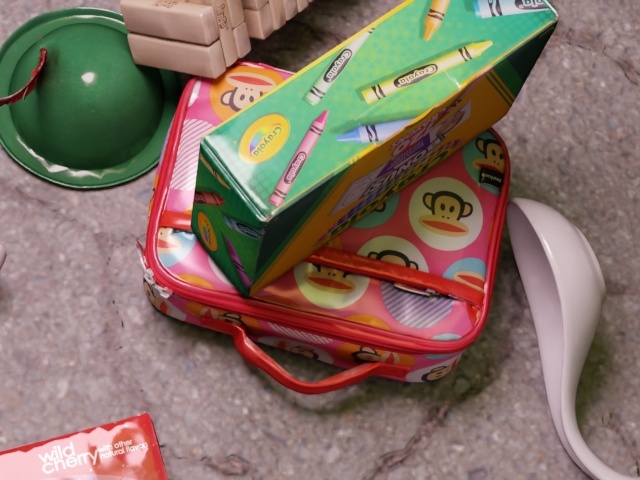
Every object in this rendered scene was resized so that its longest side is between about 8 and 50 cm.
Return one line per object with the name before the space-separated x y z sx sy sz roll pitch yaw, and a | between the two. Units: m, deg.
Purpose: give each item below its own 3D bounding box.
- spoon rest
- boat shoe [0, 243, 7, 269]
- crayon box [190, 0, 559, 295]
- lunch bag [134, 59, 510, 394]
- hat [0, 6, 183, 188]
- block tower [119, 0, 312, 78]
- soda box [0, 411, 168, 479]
spoon rest | 0.213 0.092 1.230 0.084 0.137 0.276 -25 85 -5
boat shoe | -0.385 0.004 1.160 0.267 0.096 0.088 16 68 -2
crayon box | 0.035 -0.087 1.115 0.278 0.165 0.081 -35 78 -18
lunch bag | 0.000 0.000 1.231 0.293 0.120 0.258 13 68 -3
hat | -0.190 -0.151 1.219 0.173 0.183 0.208 5 65 -9
block tower | -0.032 -0.264 1.297 0.097 0.091 0.335 15 43 31
soda box | -0.243 0.210 1.098 0.263 0.083 0.092 -12 69 -17
